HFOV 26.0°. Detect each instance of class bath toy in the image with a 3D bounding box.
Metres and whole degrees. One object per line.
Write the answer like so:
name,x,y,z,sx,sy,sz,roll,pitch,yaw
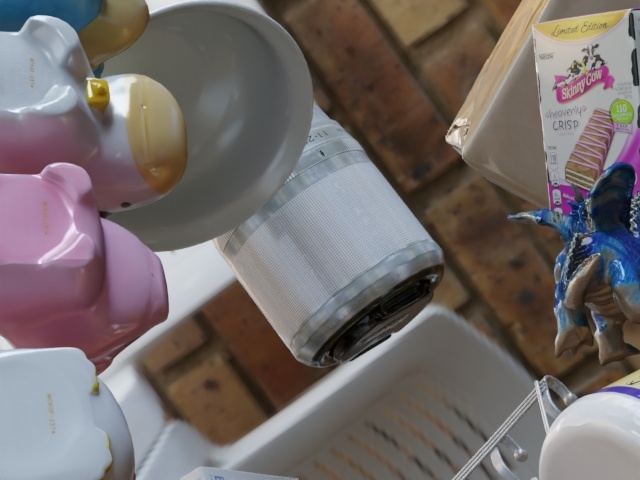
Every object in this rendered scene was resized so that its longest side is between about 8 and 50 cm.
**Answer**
bath toy,-0.142,0.007,0.707,0.151,0.129,0.348,6,53,-17

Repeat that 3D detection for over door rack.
over door rack,0.237,0.334,1.716,0.108,0.239,0.324,36,22,-3

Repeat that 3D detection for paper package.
paper package,0.371,-0.166,1.736,0.325,0.309,0.168,28,8,-8

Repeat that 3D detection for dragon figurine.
dragon figurine,0.187,0.002,0.947,0.289,0.085,0.144,16,53,-58

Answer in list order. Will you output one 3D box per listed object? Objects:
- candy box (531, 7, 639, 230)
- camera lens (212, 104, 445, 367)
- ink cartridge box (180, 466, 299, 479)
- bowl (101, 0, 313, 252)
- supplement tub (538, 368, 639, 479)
candy box,0.311,-0.126,1.480,0.159,0.071,0.233,2,-80,59
camera lens,0.000,0.000,1.686,0.274,0.219,0.219,53,11,14
ink cartridge box,-0.043,0.369,1.552,0.224,0.045,0.223,17,46,-46
bowl,-0.166,-0.145,1.474,0.298,0.298,0.134,43,7,-44
supplement tub,0.392,0.198,1.252,0.241,0.331,0.241,39,-40,43
